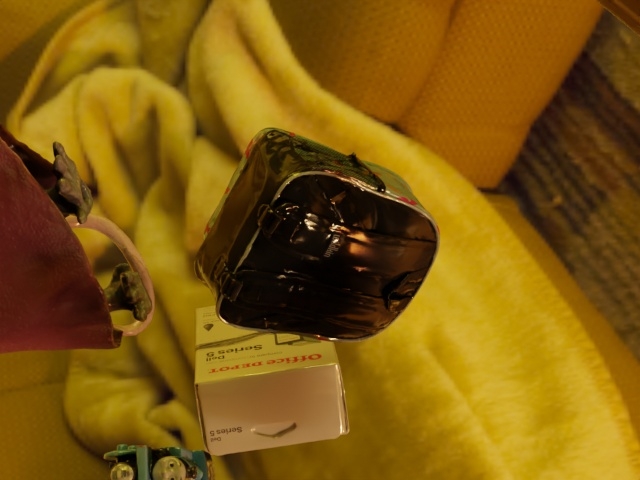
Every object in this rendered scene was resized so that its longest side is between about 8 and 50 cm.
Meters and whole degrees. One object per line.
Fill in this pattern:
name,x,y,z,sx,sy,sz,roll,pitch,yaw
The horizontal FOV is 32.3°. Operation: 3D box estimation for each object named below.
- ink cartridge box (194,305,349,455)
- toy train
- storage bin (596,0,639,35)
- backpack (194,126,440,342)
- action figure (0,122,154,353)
ink cartridge box,-0.076,0.182,1.590,0.273,0.198,0.114,-108,11,-71
toy train,-0.185,0.275,1.283,0.184,0.105,0.080,72,-169,-73
storage bin,0.305,-0.381,1.071,0.260,0.123,0.262,51,159,35
backpack,0.000,0.000,1.280,0.225,0.254,0.191,-61,31,22
action figure,-0.348,0.044,0.904,0.276,0.370,0.248,-99,-15,-89
